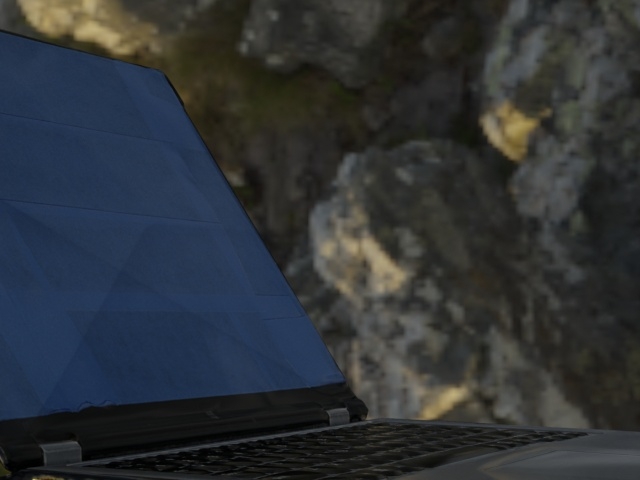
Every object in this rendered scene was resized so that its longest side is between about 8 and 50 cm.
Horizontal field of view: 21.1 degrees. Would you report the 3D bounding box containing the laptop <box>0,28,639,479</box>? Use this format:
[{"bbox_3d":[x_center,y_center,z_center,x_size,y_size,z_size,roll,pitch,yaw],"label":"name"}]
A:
[{"bbox_3d":[0.000,0.000,0.850,0.407,0.382,0.236,0,88,24],"label":"laptop"}]
